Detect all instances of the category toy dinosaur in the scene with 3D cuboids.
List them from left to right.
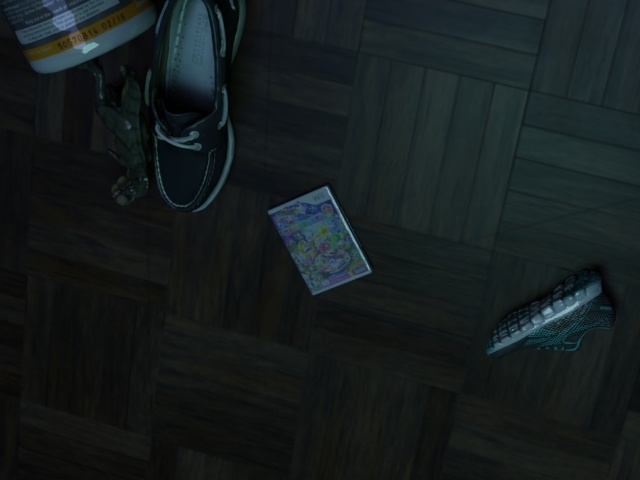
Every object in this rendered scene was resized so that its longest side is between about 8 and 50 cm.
[{"bbox_3d":[-0.236,-0.152,1.424,0.118,0.064,0.268,54,159,25],"label":"toy dinosaur"}]

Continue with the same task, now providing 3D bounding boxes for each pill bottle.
[{"bbox_3d":[-0.306,-0.339,1.351,0.162,0.162,0.278,-15,111,22],"label":"pill bottle"}]

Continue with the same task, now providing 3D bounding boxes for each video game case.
[{"bbox_3d":[0.000,0.000,1.493,0.087,0.011,0.122,-22,104,24],"label":"video game case"}]

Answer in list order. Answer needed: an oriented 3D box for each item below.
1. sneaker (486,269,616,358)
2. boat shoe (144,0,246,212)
[{"bbox_3d":[0.271,0.106,1.428,0.166,0.065,0.076,-32,104,28],"label":"sneaker"},{"bbox_3d":[-0.158,-0.163,1.428,0.114,0.091,0.303,11,115,13],"label":"boat shoe"}]
